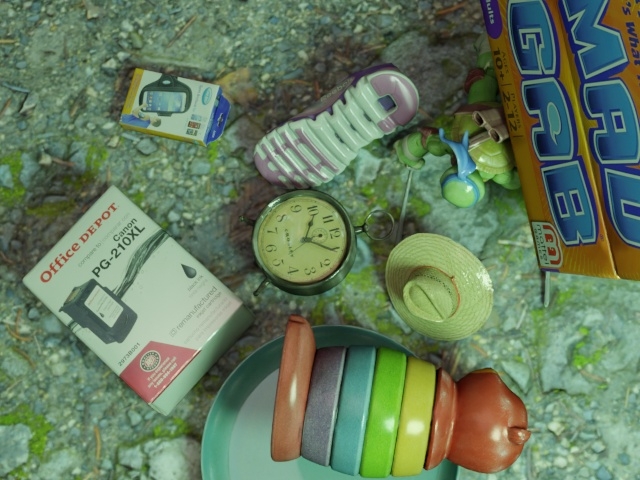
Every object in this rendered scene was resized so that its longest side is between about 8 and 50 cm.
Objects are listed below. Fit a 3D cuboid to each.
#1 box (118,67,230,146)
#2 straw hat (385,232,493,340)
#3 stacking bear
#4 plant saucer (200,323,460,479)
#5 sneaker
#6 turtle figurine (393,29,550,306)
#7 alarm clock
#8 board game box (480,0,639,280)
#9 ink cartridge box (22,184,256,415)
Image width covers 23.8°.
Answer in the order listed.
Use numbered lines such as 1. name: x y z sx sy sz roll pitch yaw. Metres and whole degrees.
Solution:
1. box: -0.190 -0.174 2.002 0.136 0.028 0.081 12 77 14
2. straw hat: 0.132 0.067 1.831 0.144 0.061 0.144 8 112 20
3. stacking bear: 0.096 0.197 1.752 0.289 0.175 0.164 8 74 3
4. plant saucer: 0.013 0.261 1.844 0.317 0.044 0.318 -2 74 8
5. sneaker: 0.022 -0.152 1.937 0.236 0.104 0.095 -30 114 19
6. turtle figurine: 0.205 -0.109 1.885 0.198 0.275 0.266 7 54 33
7. alarm clock: 0.000 0.000 1.906 0.192 0.064 0.129 -14 73 8
8. board game box: 0.430 -0.173 1.625 0.356 0.356 0.357 -16 97 -18
9. ink cartridge box: -0.228 0.074 1.902 0.237 0.100 0.172 41 84 16
